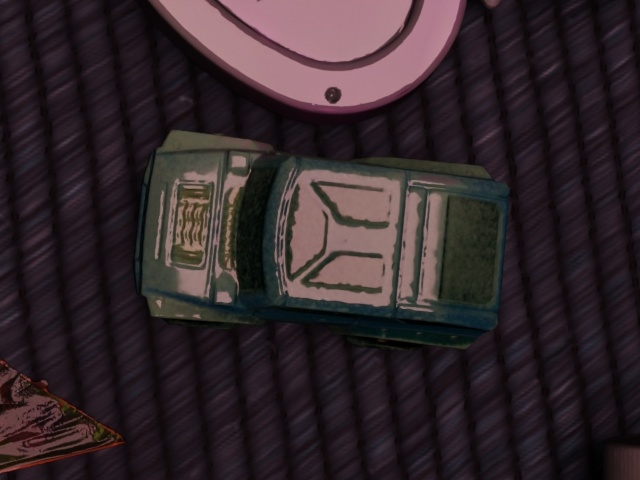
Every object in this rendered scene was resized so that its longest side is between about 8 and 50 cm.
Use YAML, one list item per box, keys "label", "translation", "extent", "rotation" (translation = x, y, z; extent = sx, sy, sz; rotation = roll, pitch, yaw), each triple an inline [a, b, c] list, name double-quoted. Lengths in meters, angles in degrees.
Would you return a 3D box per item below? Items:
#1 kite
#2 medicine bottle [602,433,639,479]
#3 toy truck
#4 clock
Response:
- label: "kite"
  translation: [-0.319, 0.119, 1.175]
  extent: [0.321, 0.016, 0.234]
  rotation: [34, 82, -6]
- label: "medicine bottle"
  translation: [0.318, 0.302, 1.151]
  extent: [0.245, 0.245, 0.306]
  rotation: [-1, 87, -9]
- label: "toy truck"
  translation: [0.000, 0.000, 1.164]
  extent: [0.279, 0.156, 0.155]
  rotation: [7, 85, -10]
- label: "clock"
  translation: [0.003, -0.261, 1.187]
  extent: [0.339, 0.102, 0.338]
  rotation: [0, 91, -4]
